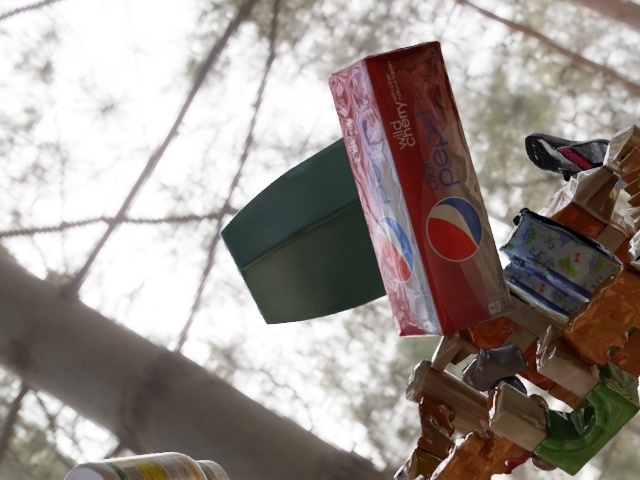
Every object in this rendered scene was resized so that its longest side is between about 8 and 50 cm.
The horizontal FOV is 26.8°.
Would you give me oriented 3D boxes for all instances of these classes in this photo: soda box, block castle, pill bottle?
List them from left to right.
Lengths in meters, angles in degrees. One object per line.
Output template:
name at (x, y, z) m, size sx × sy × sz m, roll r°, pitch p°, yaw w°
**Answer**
pill bottle at (-0.209, 0.321, 1.641) m, size 0.208 × 0.118 × 0.117 m, roll 3°, pitch -66°, yaw -51°
soda box at (0.091, -0.045, 1.250) m, size 0.083 × 0.092 × 0.263 m, roll -17°, pitch -88°, yaw -24°
block castle at (0.286, 0.132, 1.402) m, size 0.453 × 0.213 × 0.303 m, roll -53°, pitch 13°, yaw 26°

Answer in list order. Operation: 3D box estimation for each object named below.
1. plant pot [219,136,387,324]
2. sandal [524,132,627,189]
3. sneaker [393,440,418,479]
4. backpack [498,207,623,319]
plant pot at (0.000, 0.000, 1.780) m, size 0.234 × 0.165 × 0.165 m, roll -28°, pitch -55°, yaw -4°
sandal at (0.305, -0.091, 1.617) m, size 0.040 × 0.179 × 0.067 m, roll -32°, pitch -62°, yaw -27°
sneaker at (0.179, 0.358, 1.607) m, size 0.121 × 0.300 × 0.111 m, roll -47°, pitch -53°, yaw 0°
backpack at (0.244, 0.033, 1.335) m, size 0.105 × 0.114 × 0.084 m, roll 27°, pitch -89°, yaw -45°
